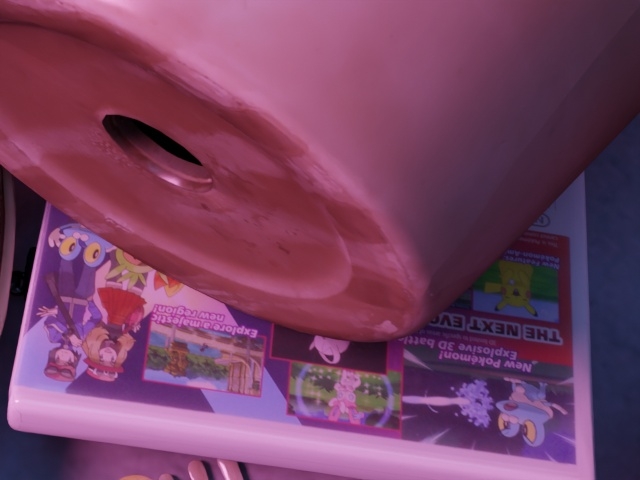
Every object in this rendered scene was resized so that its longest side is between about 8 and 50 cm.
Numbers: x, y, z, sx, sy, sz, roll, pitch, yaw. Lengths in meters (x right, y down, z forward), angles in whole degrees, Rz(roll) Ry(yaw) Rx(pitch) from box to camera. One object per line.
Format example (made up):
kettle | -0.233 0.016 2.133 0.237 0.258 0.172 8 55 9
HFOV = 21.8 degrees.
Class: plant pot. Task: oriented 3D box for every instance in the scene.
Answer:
plant pot | 0.013 -0.134 0.530 0.323 0.323 0.280 30 71 4

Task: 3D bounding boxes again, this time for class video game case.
video game case | 0.000 0.000 0.610 0.201 0.023 0.183 9 55 -7

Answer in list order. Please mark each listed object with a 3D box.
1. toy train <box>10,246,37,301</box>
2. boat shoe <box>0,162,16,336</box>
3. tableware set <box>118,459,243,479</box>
toy train | -0.143 0.011 0.608 0.158 0.036 0.027 5 70 -5
boat shoe | -0.162 0.053 0.534 0.095 0.095 0.257 15 82 -5
tableware set | -0.049 0.153 0.576 0.104 0.024 0.154 -19 74 -13
